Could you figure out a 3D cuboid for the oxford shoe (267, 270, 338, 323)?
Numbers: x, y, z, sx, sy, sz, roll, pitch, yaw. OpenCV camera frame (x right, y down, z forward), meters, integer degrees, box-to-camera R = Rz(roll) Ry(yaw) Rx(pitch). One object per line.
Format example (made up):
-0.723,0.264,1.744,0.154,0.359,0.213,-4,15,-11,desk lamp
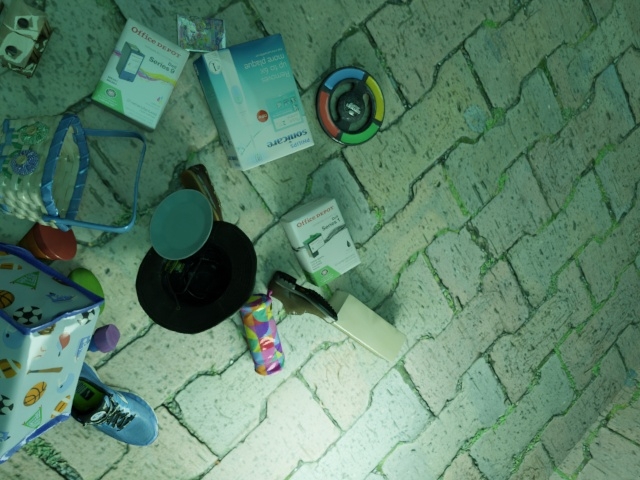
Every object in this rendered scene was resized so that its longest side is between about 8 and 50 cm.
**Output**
-0.054,0.186,1.381,0.227,0.083,0.096,32,101,4,oxford shoe

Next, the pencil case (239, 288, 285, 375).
-0.165,0.266,1.352,0.104,0.104,0.237,-15,105,-21,pencil case

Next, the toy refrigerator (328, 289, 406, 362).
0.137,0.273,1.492,0.269,0.094,0.102,38,75,-25,toy refrigerator

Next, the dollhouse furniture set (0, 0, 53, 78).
-0.692,-0.452,0.992,0.183,0.129,0.129,23,88,-26,dollhouse furniture set

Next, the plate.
-0.350,-0.039,1.197,0.188,0.188,0.024,-60,155,-5,plate

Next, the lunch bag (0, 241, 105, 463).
-0.692,0.193,0.984,0.385,0.239,0.328,24,103,11,lunch bag

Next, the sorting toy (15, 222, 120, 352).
-0.623,0.122,1.137,0.126,0.127,0.366,-20,104,4,sorting toy

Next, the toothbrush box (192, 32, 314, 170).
-0.173,-0.357,1.238,0.216,0.126,0.296,-23,110,-20,toothbrush box

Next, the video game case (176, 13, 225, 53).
-0.307,-0.531,1.218,0.122,0.011,0.087,-4,99,-24,video game case

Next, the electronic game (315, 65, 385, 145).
0.091,-0.396,1.396,0.229,0.048,0.229,-4,99,-24,electronic game

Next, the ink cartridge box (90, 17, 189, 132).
-0.433,-0.393,1.138,0.154,0.093,0.213,26,85,-24,ink cartridge box

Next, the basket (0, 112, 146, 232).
-0.546,-0.142,1.035,0.288,0.201,0.255,5,63,-17,basket

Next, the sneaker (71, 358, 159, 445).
-0.546,0.427,1.178,0.330,0.147,0.130,45,79,-23,sneaker

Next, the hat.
-0.297,0.102,1.215,0.331,0.331,0.134,-51,153,-10,hat

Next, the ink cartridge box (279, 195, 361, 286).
0.000,0.000,1.388,0.160,0.092,0.219,-30,109,-18,ink cartridge box

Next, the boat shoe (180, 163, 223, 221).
-0.297,-0.102,1.253,0.073,0.073,0.207,-45,126,-53,boat shoe
